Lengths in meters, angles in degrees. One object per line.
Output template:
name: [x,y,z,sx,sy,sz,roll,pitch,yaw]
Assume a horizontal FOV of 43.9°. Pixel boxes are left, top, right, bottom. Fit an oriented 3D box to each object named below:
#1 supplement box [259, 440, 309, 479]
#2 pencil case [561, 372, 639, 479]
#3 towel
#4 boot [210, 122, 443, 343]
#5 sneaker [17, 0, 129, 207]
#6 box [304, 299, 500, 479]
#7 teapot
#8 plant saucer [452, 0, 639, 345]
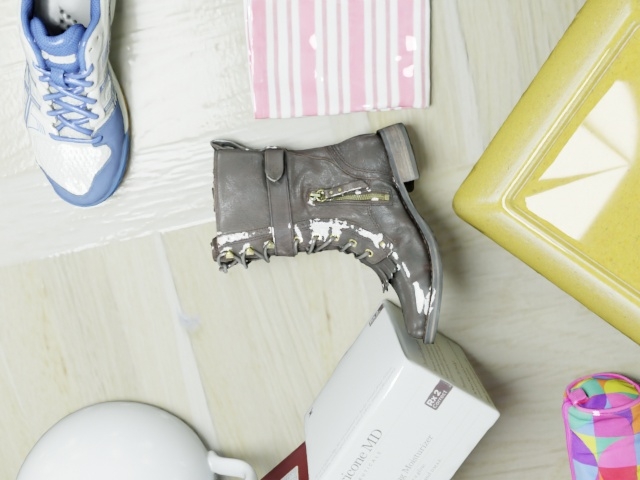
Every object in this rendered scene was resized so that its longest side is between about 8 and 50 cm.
supplement box: [-0.004,0.374,0.943,0.194,0.129,0.191,-42,103,8]
pencil case: [0.345,0.281,0.953,0.104,0.104,0.237,-9,104,0]
towel: [0.020,-0.204,0.841,0.197,0.029,0.144,-4,106,-2]
boot: [0.000,0.000,0.839,0.228,0.091,0.263,-12,72,-1]
sneaker: [-0.256,-0.170,0.785,0.111,0.131,0.297,-2,106,-4]
box: [0.078,0.191,0.870,0.119,0.182,0.181,31,102,-11]
teapot: [-0.230,0.316,0.888,0.252,0.187,0.256,23,102,-9]
plant saucer: [0.338,-0.065,0.778,0.332,0.081,0.333,37,112,14]
